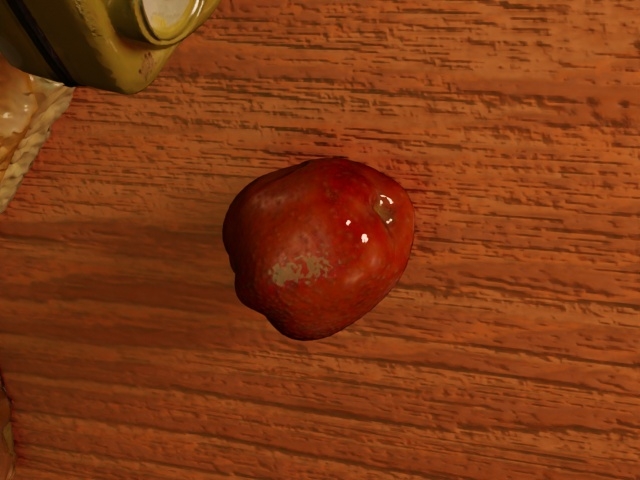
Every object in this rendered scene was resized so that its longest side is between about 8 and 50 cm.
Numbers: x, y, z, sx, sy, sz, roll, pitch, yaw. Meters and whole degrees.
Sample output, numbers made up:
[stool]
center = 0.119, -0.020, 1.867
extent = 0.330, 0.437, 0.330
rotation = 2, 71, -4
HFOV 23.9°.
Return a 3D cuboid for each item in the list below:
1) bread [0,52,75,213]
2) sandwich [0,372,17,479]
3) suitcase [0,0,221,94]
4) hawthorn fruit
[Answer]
[bread]
center = -0.365, -0.083, 1.232
extent = 0.236, 0.165, 0.375
rotation = 40, 136, 0
[sandwich]
center = -0.393, 0.197, 1.457
extent = 0.108, 0.186, 0.220
rotation = 12, 130, 26
[suitcase]
center = -0.138, -0.218, 0.937
extent = 0.143, 0.194, 0.235
rotation = 15, 153, 27
[hawthorn fruit]
center = 0.000, 0.000, 1.105
extent = 0.138, 0.133, 0.133
rotation = -33, 104, 28
